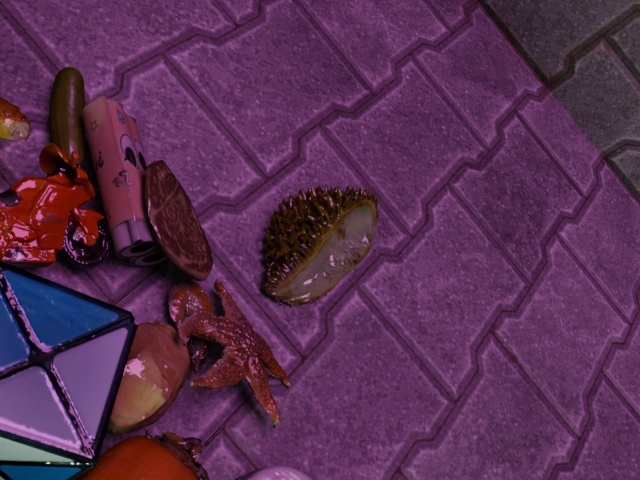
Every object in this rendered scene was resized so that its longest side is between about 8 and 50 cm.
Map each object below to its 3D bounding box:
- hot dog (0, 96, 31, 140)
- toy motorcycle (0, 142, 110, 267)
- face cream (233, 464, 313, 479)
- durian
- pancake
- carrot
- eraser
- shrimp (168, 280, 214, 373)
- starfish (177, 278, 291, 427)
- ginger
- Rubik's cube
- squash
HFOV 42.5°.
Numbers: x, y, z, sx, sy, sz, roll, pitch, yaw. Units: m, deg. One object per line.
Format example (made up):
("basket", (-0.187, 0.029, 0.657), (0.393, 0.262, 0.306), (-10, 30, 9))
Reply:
("hot dog", (-0.604, -0.235, 1.376), (0.288, 0.068, 0.083), (25, 7, 19))
("toy motorcycle", (-0.514, -0.062, 1.392), (0.325, 0.147, 0.221), (2, 74, -39))
("face cream", (-0.081, 0.500, 1.434), (0.205, 0.111, 0.206), (18, 55, -28))
("durian", (-0.009, -0.002, 1.805), (0.394, 0.163, 0.198), (-47, 136, -39))
("pancake", (-0.269, -0.037, 1.556), (0.250, 0.031, 0.250), (-22, 90, -82))
("carrot", (-0.283, 0.417, 1.264), (0.214, 0.193, 0.331), (46, 47, -4))
("eraser", (-0.363, -0.105, 1.540), (0.171, 0.087, 0.291), (57, 15, -72))
("shrimp", (-0.243, 0.161, 1.542), (0.101, 0.042, 0.190), (17, 52, -40))
("starfish", (-0.144, 0.214, 1.522), (0.302, 0.060, 0.299), (48, 22, -26))
("ginger", (-0.299, 0.232, 1.388), (0.138, 0.152, 0.267), (39, 16, -11))
("Rubik's cube", (-0.448, 0.213, 1.216), (0.246, 0.250, 0.248), (25, 51, -25))
("squash", (-0.479, -0.221, 1.560), (0.066, 0.066, 0.252), (10, 60, -34))
